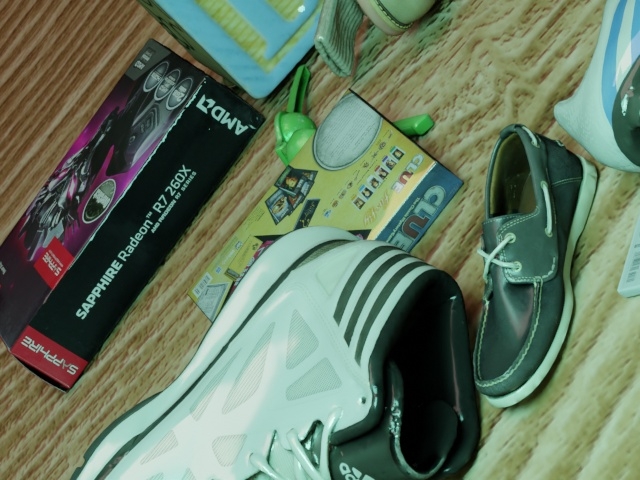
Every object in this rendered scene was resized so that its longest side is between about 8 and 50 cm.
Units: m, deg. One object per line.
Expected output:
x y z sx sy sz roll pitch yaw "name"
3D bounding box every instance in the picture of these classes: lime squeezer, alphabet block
-0.003 -0.115 1.803 0.110 0.059 0.310 -56 25 -1 "lime squeezer"
-0.094 -0.297 1.993 0.193 0.192 0.197 -46 29 -3 "alphabet block"

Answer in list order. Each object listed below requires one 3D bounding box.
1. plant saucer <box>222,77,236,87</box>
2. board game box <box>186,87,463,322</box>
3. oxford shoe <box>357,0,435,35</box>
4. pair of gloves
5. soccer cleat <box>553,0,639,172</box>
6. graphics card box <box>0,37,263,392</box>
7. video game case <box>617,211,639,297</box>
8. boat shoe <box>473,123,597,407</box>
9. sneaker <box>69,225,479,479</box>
-0.078 -0.203 2.076 0.083 0.015 0.083 -39 30 28 "plant saucer"
0.000 0.000 1.640 0.243 0.042 0.165 -51 40 6 "board game box"
0.125 -0.380 1.819 0.146 0.140 0.397 -10 54 39 "oxford shoe"
0.015 -0.306 1.821 0.042 0.240 0.204 -1 52 23 "pair of gloves"
0.283 -0.203 1.366 0.331 0.116 0.143 -57 27 -4 "soccer cleat"
-0.233 -0.036 2.052 0.371 0.094 0.233 -53 26 2 "graphics card box"
0.265 -0.008 1.286 0.122 0.011 0.087 -18 43 51 "video game case"
0.144 0.017 1.383 0.084 0.079 0.233 -22 42 45 "boat shoe"
-0.045 0.184 1.395 0.447 0.169 0.257 -58 25 -12 "sneaker"
